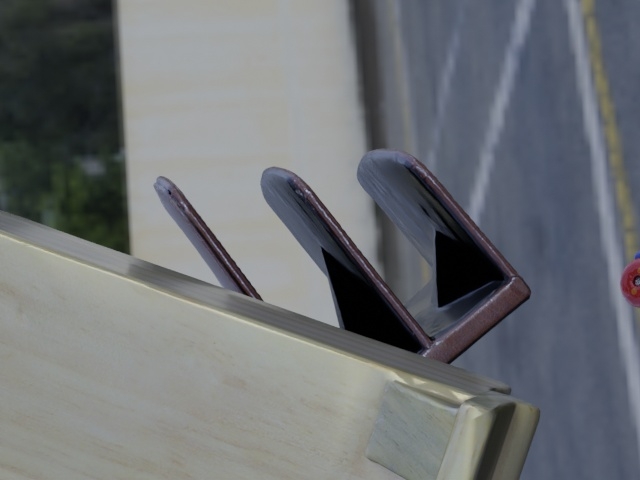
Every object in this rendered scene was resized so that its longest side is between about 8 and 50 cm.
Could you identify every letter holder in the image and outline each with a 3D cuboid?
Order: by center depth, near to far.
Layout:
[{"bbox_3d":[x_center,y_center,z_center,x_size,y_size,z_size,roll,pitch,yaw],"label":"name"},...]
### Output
[{"bbox_3d":[0.000,0.000,1.339,0.214,0.152,0.302,51,176,-3],"label":"letter holder"}]

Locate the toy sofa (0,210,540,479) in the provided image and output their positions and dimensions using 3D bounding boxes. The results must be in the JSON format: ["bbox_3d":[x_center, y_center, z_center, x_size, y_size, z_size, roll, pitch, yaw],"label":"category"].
[{"bbox_3d":[-0.083,0.096,0.965,0.177,0.362,0.150,13,-85,-78],"label":"toy sofa"}]

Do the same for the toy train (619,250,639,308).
[{"bbox_3d":[0.341,0.105,1.496,0.143,0.105,0.248,-27,63,37],"label":"toy train"}]
